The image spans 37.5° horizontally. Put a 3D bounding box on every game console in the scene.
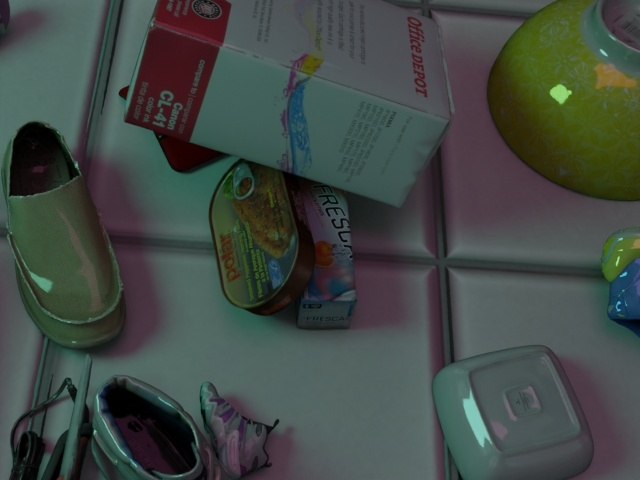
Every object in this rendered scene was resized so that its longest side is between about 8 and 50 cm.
[{"bbox_3d":[-0.143,-0.155,1.111,0.144,0.085,0.124,-27,96,-22],"label":"game console"}]

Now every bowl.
[{"bbox_3d":[0.191,0.168,0.921,0.142,0.053,0.142,-10,61,-12],"label":"bowl"},{"bbox_3d":[0.358,-0.208,1.122,0.289,0.156,0.289,3,57,-5],"label":"bowl"}]

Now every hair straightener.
[{"bbox_3d":[-0.259,0.225,0.831,0.089,0.047,0.230,7,57,-3],"label":"hair straightener"}]

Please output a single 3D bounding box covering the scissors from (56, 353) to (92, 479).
[{"bbox_3d":[-0.220,0.225,0.782,0.021,0.109,0.297,19,29,-24],"label":"scissors"}]

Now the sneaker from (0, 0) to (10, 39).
[{"bbox_3d":[-0.476,-0.240,1.083,0.236,0.095,0.104,-36,60,-24],"label":"sneaker"}]

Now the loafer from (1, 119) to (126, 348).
[{"bbox_3d":[-0.272,-0.013,0.956,0.102,0.092,0.268,-20,62,-18],"label":"loafer"}]

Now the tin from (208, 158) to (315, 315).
[{"bbox_3d":[-0.062,-0.008,0.973,0.106,0.040,0.189,-31,50,21],"label":"tin"}]

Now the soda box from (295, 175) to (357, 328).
[{"bbox_3d":[0.000,0.000,0.998,0.058,0.063,0.183,0,57,-7],"label":"soda box"}]

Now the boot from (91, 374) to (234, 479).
[{"bbox_3d":[-0.110,0.227,0.802,0.258,0.123,0.095,40,62,18],"label":"boot"}]

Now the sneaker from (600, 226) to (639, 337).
[{"bbox_3d":[0.410,0.073,1.003,0.240,0.091,0.126,14,75,2],"label":"sneaker"}]

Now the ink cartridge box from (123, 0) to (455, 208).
[{"bbox_3d":[-0.030,-0.184,0.996,0.306,0.131,0.226,19,38,-12],"label":"ink cartridge box"}]

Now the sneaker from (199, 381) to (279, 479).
[{"bbox_3d":[-0.074,0.175,0.895,0.069,0.038,0.098,-13,69,-17],"label":"sneaker"}]
